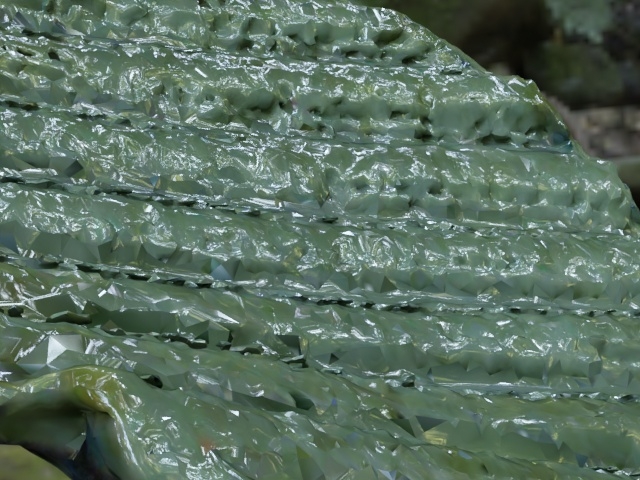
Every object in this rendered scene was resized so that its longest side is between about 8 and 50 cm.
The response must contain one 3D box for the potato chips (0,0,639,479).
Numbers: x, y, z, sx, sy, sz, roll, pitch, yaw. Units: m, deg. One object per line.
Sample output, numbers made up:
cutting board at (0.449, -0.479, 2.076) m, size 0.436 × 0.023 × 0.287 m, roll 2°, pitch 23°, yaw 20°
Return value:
potato chips at (0.000, 0.000, 0.639) m, size 0.429 × 0.070 × 0.358 m, roll 6°, pitch 33°, yaw -40°
